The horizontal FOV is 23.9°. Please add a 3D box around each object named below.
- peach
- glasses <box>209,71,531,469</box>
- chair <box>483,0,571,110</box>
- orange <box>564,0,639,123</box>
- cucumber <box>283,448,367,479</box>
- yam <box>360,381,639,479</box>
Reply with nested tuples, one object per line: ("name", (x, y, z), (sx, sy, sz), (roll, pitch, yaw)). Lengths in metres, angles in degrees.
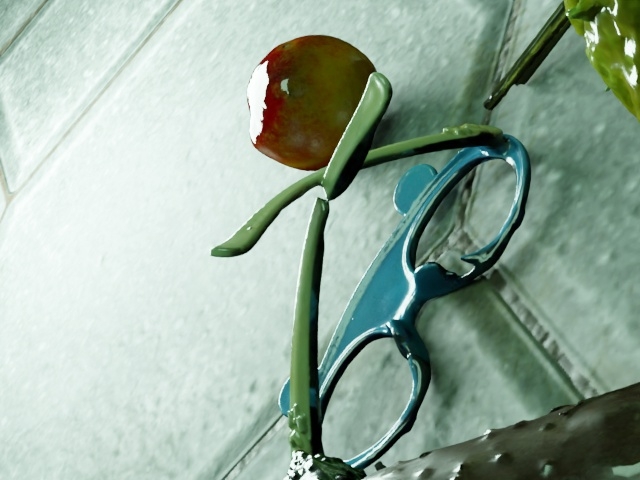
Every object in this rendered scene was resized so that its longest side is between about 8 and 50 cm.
("peach", (-0.007, -0.099, 1.056), (0.101, 0.101, 0.100), (-34, 35, 29))
("glasses", (0.031, 0.014, 0.850), (0.102, 0.207, 0.239), (25, 80, 22))
("chair", (0.169, -0.241, 0.860), (0.326, 0.160, 0.170), (-45, -1, 22))
("orange", (0.235, -0.158, 0.651), (0.300, 0.223, 0.301), (-50, 44, 9))
("cucumber", (0.047, 0.183, 0.729), (0.072, 0.072, 0.300), (-52, 31, 2))
("yam", (0.149, 0.103, 0.558), (0.280, 0.131, 0.131), (-21, 41, 18))
